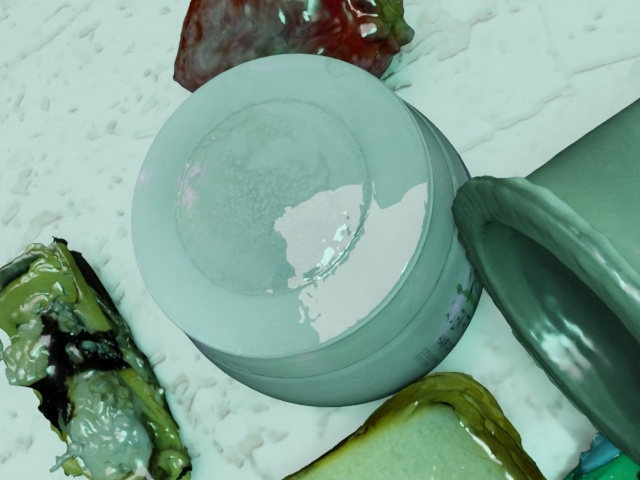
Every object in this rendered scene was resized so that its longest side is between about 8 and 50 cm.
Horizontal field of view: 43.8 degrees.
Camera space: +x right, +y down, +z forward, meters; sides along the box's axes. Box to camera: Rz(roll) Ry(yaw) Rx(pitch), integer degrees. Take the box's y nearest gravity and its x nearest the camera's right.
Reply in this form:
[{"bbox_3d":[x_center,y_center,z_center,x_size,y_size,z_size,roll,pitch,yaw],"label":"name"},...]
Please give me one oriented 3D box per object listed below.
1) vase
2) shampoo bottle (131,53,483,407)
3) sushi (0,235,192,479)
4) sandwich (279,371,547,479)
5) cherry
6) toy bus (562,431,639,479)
[{"bbox_3d":[0.266,-0.019,0.499,0.291,0.245,0.245,-35,69,-7],"label":"vase"},{"bbox_3d":[0.000,0.000,0.669,0.273,0.266,0.273,-4,75,14],"label":"shampoo bottle"},{"bbox_3d":[-0.237,0.143,0.765,0.139,0.131,0.291,-34,77,2],"label":"sushi"},{"bbox_3d":[0.077,0.252,0.633,0.251,0.087,0.226,-42,72,24],"label":"sandwich"},{"bbox_3d":[-0.039,-0.213,0.786,0.249,0.192,0.175,-25,35,13],"label":"cherry"},{"bbox_3d":[0.349,0.156,0.579,0.343,0.183,0.199,-40,66,0],"label":"toy bus"}]
